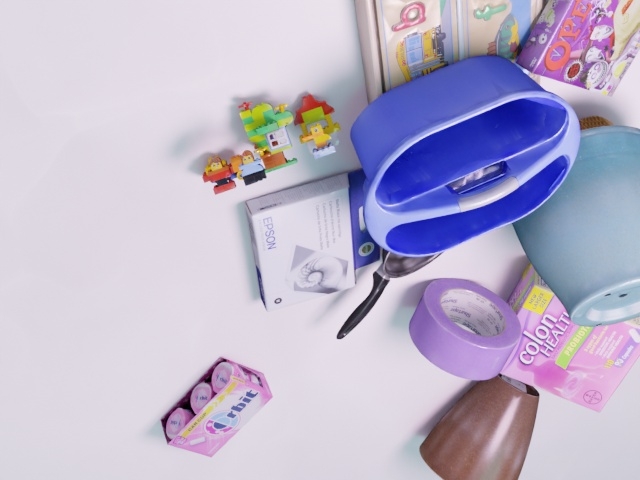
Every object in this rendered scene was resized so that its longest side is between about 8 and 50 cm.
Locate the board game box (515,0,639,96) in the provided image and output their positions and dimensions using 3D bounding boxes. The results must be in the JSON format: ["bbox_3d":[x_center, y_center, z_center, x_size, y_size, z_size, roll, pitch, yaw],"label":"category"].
[{"bbox_3d":[0.443,-0.387,1.359,0.208,0.056,0.347,7,120,-36],"label":"board game box"}]

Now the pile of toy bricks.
[{"bbox_3d":[-0.080,-0.149,1.322,0.212,0.118,0.105,-19,103,2],"label":"pile of toy bricks"}]

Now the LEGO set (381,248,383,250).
[{"bbox_3d":[0.120,-0.015,1.583,0.083,0.023,0.054,-57,159,4],"label":"LEGO set"}]

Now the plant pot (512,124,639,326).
[{"bbox_3d":[0.458,-0.006,1.535,0.271,0.255,0.272,-10,153,-5],"label":"plant pot"}]

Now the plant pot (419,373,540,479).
[{"bbox_3d":[0.354,0.391,1.949,0.215,0.215,0.231,18,105,-36],"label":"plant pot"}]

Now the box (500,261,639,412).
[{"bbox_3d":[0.471,0.178,1.782,0.242,0.117,0.214,23,122,-1],"label":"box"}]

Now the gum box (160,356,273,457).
[{"bbox_3d":[-0.184,0.299,1.679,0.188,0.062,0.107,-46,133,16],"label":"gum box"}]

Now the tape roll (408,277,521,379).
[{"bbox_3d":[0.260,0.158,1.686,0.188,0.189,0.080,2,127,-27],"label":"tape roll"}]

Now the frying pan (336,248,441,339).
[{"bbox_3d":[0.151,0.031,1.599,0.197,0.053,0.326,-13,146,-43],"label":"frying pan"}]

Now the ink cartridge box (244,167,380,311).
[{"bbox_3d":[0.000,0.000,1.519,0.223,0.045,0.223,-18,134,-12],"label":"ink cartridge box"}]

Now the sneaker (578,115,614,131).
[{"bbox_3d":[0.411,-0.154,1.572,0.185,0.070,0.084,-8,131,-18],"label":"sneaker"}]

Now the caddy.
[{"bbox_3d":[0.207,-0.112,1.356,0.341,0.179,0.241,-24,136,-6],"label":"caddy"}]

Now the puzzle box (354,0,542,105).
[{"bbox_3d":[0.189,-0.296,1.348,0.272,0.052,0.409,-20,135,-8],"label":"puzzle box"}]
